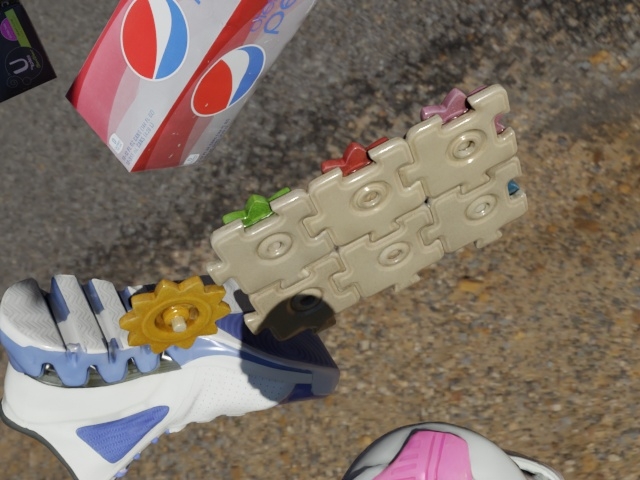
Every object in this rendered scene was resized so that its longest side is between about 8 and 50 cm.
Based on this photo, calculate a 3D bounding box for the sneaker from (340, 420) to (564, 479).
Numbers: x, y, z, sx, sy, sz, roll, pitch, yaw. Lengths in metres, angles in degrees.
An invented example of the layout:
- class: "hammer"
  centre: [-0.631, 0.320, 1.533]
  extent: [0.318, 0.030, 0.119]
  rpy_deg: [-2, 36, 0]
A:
- class: "sneaker"
  centre: [0.067, 0.141, 0.438]
  extent: [0.102, 0.252, 0.111]
  rpy_deg: [9, 55, 20]

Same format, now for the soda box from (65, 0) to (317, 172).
- class: "soda box"
  centre: [-0.065, -0.170, 0.639]
  extent: [0.083, 0.092, 0.263]
  rpy_deg: [47, 117, 17]

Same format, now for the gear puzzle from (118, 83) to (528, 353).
- class: "gear puzzle"
  centre: [0.000, 0.000, 0.734]
  extent: [0.338, 0.175, 0.044]
  rpy_deg: [-28, 52, 0]

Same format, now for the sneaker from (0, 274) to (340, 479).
- class: "sneaker"
  centre: [-0.158, 0.135, 0.875]
  extent: [0.182, 0.315, 0.127]
  rpy_deg: [-65, 36, 28]

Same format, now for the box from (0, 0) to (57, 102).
- class: "box"
  centre: [-0.231, -0.147, 0.671]
  extent: [0.052, 0.062, 0.083]
  rpy_deg: [-26, 39, -9]
